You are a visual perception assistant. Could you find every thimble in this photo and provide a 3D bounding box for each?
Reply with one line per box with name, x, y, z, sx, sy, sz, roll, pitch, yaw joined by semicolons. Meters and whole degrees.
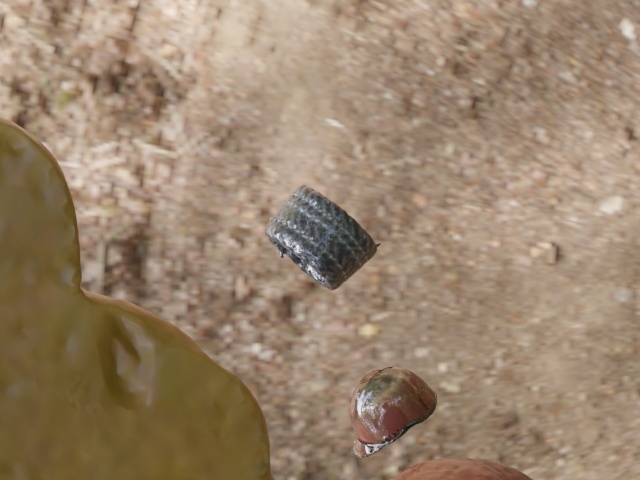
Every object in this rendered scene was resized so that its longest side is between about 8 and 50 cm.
thimble;0.002;0.001;1.683;0.066;0.095;0.104;-50;35;-5

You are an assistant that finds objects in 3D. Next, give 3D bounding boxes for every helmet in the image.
helmet;0.047;0.132;1.465;0.084;0.065;0.049;-36;111;6

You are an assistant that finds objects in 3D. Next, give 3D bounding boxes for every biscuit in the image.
biscuit;-0.144;0.134;0.689;0.269;0.051;0.376;-7;86;-18

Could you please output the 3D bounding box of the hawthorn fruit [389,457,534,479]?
hawthorn fruit;0.103;0.299;1.183;0.265;0.265;0.307;-45;81;17
